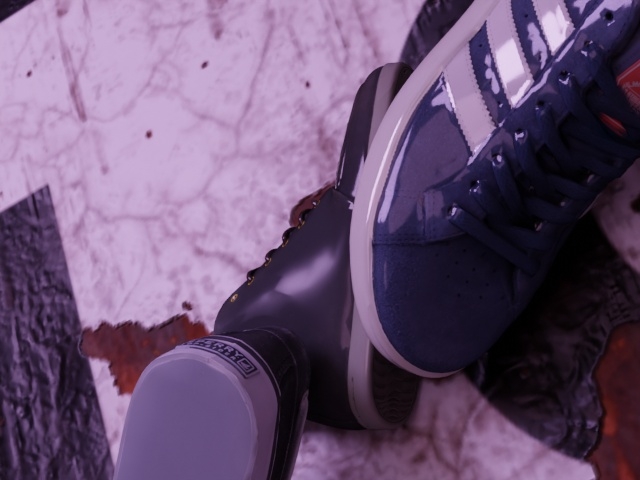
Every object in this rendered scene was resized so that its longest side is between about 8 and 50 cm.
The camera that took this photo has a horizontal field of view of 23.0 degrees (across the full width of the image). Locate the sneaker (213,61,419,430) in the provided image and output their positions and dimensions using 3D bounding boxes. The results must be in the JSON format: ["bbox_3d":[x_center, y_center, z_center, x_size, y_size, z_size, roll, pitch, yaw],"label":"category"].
[{"bbox_3d":[0.000,0.000,0.939,0.118,0.083,0.222,-1,73,30],"label":"sneaker"}]

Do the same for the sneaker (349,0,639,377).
[{"bbox_3d":[0.143,-0.078,0.836,0.148,0.131,0.350,23,85,58],"label":"sneaker"}]

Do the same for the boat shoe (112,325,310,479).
[{"bbox_3d":[-0.082,0.186,0.905,0.113,0.105,0.306,23,109,24],"label":"boat shoe"}]
